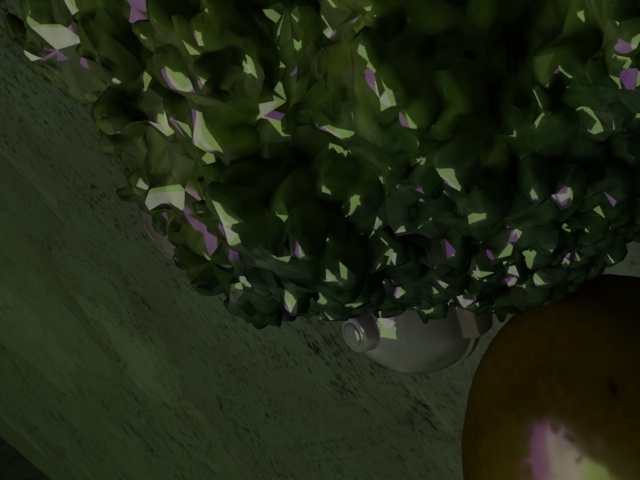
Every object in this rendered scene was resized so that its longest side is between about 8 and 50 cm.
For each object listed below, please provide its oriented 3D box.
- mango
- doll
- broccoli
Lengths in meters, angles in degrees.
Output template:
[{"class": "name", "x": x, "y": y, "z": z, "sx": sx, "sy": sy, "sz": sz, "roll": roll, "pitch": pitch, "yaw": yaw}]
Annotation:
[{"class": "mango", "x": 0.231, "y": 0.194, "z": 0.915, "sx": 0.301, "sy": 0.220, "sz": 0.445, "roll": -2, "pitch": 135, "yaw": 50}, {"class": "doll", "x": 0.000, "y": 0.000, "z": 1.226, "sx": 0.287, "sy": 0.151, "sz": 0.151, "roll": 32, "pitch": 156, "yaw": 29}, {"class": "broccoli", "x": 0.040, "y": -0.092, "z": 0.692, "sx": 0.317, "sy": 0.277, "sz": 0.338, "roll": 56, "pitch": 164, "yaw": 27}]
